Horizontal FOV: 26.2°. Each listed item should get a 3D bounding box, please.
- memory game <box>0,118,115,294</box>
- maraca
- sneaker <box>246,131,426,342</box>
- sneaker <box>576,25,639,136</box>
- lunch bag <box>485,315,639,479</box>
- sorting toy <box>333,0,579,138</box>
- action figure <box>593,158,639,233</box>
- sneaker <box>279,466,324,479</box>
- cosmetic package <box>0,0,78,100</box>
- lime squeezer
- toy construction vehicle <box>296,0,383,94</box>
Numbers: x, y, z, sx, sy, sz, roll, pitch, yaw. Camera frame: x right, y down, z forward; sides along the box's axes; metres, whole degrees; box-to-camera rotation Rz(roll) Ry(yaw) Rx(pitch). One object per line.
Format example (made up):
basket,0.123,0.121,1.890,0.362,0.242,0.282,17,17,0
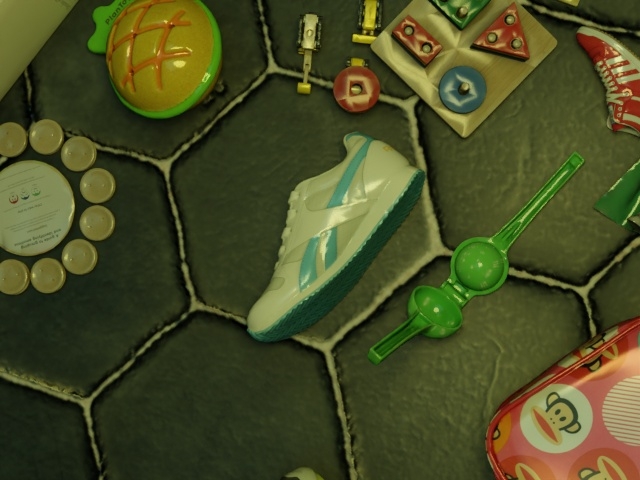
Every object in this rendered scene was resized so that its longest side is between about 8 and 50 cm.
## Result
memory game,-0.298,-0.034,1.415,0.186,0.012,0.186,-1,86,8
maraca,-0.166,-0.196,1.368,0.127,0.099,0.186,-48,56,6
sneaker,0.000,0.000,1.337,0.092,0.087,0.229,38,85,16
sneaker,0.280,-0.149,1.320,0.118,0.042,0.067,40,89,7
lunch bag,0.289,0.238,1.251,0.258,0.120,0.293,-34,82,6
sorting toy,0.146,-0.198,1.329,0.132,0.046,0.274,45,89,0
action figure,0.376,-0.098,1.295,0.137,0.063,0.232,31,87,13
sneaker,0.082,0.375,1.283,0.147,0.145,0.385,-29,84,-15
cosmetic package,-0.360,-0.276,1.371,0.197,0.155,0.365,40,93,10
lime squeezer,0.135,0.028,1.305,0.059,0.110,0.310,35,61,25
toy construction vehicle,0.019,-0.192,1.371,0.086,0.035,0.098,3,89,-2
